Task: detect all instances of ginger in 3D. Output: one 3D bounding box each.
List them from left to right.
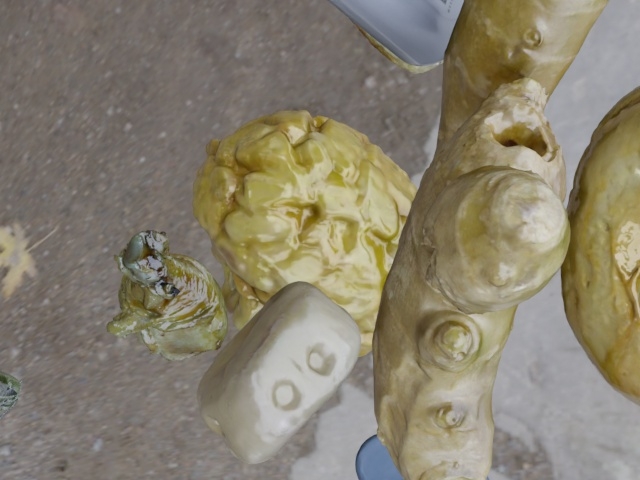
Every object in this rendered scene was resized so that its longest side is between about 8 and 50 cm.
[{"bbox_3d":[0.105,-0.022,0.892,0.122,0.348,0.363,12,48,-6],"label":"ginger"}]

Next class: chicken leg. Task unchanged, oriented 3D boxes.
[{"bbox_3d":[-0.153,0.052,1.220,0.103,0.228,0.088,2,69,15],"label":"chicken leg"}]

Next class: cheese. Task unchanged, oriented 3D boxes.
[{"bbox_3d":[-0.057,0.155,1.510,0.117,0.218,0.235,42,40,-8],"label":"cheese"}]

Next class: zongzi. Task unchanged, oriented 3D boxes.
[{"bbox_3d":[-0.445,0.213,1.642,0.109,0.055,0.119,34,80,-44],"label":"zongzi"}]

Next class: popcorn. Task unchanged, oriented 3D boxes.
[{"bbox_3d":[-0.002,-0.018,1.934,0.354,0.390,0.344,3,42,15],"label":"popcorn"}]

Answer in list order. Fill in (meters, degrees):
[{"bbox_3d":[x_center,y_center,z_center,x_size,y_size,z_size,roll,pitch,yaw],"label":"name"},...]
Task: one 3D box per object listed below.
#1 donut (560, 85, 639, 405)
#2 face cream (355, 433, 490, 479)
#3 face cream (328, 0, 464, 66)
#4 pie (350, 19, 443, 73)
[{"bbox_3d":[0.469,0.019,1.493,0.198,0.449,0.449,-15,84,-45],"label":"donut"},{"bbox_3d":[0.128,0.247,1.524,0.086,0.385,0.136,-33,77,14],"label":"face cream"},{"bbox_3d":[0.012,-0.246,0.890,0.336,0.080,0.163,25,65,-56],"label":"face cream"},{"bbox_3d":[0.107,-0.311,1.740,0.179,0.084,0.205,53,36,-14],"label":"pie"}]
